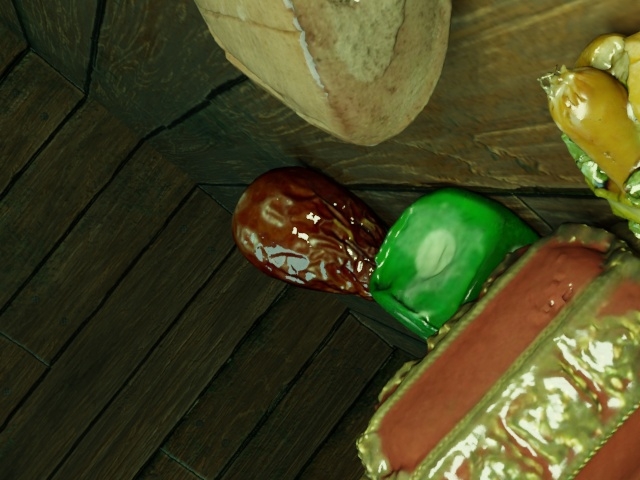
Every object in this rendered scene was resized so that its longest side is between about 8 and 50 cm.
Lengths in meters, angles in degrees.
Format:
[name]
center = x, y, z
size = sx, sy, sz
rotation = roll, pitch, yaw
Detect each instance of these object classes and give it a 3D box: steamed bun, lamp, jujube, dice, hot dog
[steamed bun]
center = -0.008, -0.147, 0.481
size = 0.145, 0.106, 0.175
rotation = 39, 162, 45
[lamp]
center = 0.149, 0.112, 0.625
size = 0.177, 0.274, 0.177
rotation = 44, -178, -2
[jujube]
center = 0.000, 0.000, 1.209
size = 0.236, 0.168, 0.168
rotation = 31, 173, 5
[dice]
center = 0.132, 0.036, 0.837
size = 0.120, 0.128, 0.131
rotation = 41, 172, -38
[hot dog]
center = 0.201, -0.005, 0.443
size = 0.269, 0.072, 0.109
rotation = 40, 171, -21
